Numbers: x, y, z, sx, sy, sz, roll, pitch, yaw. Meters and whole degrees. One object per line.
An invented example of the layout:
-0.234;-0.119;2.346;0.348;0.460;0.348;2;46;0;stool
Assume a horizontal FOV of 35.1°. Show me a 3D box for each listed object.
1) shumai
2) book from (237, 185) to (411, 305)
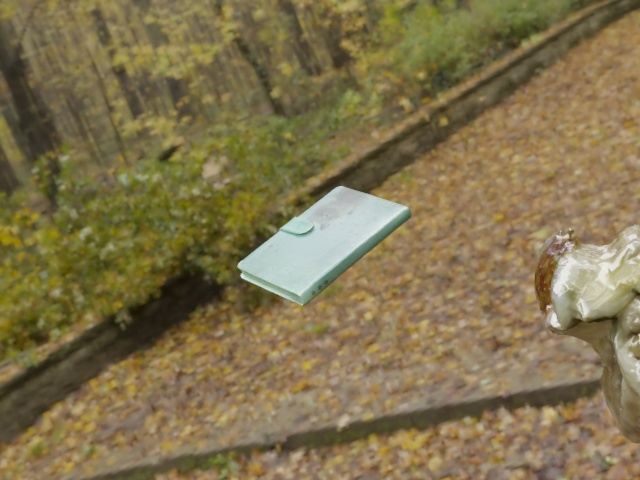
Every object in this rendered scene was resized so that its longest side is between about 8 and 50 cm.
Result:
0.257;0.057;0.835;0.161;0.153;0.209;-75;8;-58;shumai
0.000;0.000;0.906;0.135;0.017;0.103;-39;35;-24;book
